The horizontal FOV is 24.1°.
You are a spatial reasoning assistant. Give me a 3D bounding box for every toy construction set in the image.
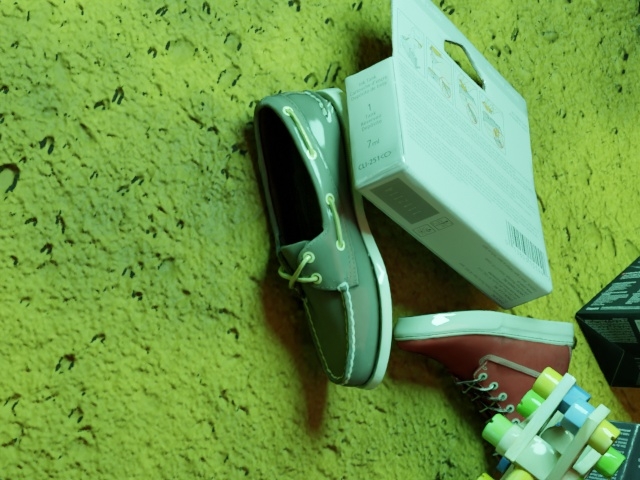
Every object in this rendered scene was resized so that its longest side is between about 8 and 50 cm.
[{"bbox_3d":[0.174,0.275,1.499,0.328,0.215,0.151,-41,76,9],"label":"toy construction set"}]

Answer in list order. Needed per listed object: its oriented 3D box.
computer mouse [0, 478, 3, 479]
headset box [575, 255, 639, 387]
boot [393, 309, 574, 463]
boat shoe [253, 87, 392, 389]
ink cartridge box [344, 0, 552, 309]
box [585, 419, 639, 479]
[{"bbox_3d":[-0.343,0.297,1.258,0.242,0.041,0.071,-51,122,-34],"label":"computer mouse"},{"bbox_3d":[0.477,0.049,1.736,0.293,0.218,0.110,-37,108,-32],"label":"headset box"},{"bbox_3d":[0.176,0.165,1.599,0.244,0.088,0.176,10,82,-38],"label":"boot"},{"bbox_3d":[-0.003,0.001,1.476,0.091,0.109,0.305,-5,83,-35],"label":"boat shoe"},{"bbox_3d":[0.133,-0.103,1.558,0.296,0.066,0.261,37,40,-44],"label":"ink cartridge box"},{"bbox_3d":[0.333,0.300,1.674,0.156,0.093,0.158,38,65,-40],"label":"box"}]
